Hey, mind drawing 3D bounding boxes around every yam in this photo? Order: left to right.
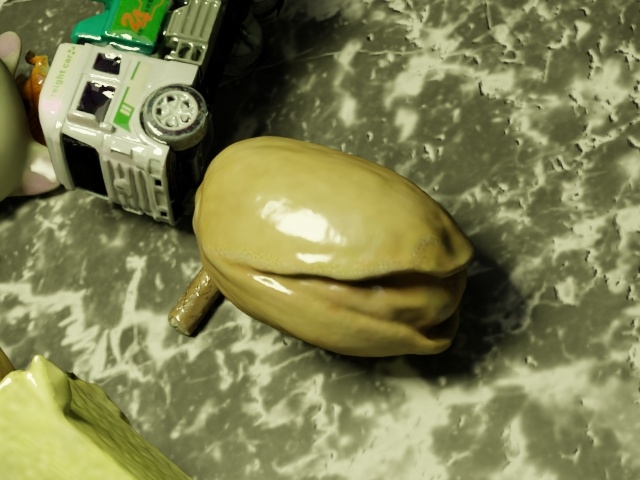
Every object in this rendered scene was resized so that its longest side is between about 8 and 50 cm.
[{"bbox_3d":[-0.087,0.021,1.768,0.032,0.032,0.145,20,66,36],"label":"yam"}]

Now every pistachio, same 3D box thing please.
[{"bbox_3d":[0.000,0.000,1.655,0.293,0.162,0.181,21,30,40],"label":"pistachio"}]

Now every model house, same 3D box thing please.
[{"bbox_3d":[-0.188,0.287,1.502,0.266,0.261,0.321,35,91,15],"label":"model house"}]

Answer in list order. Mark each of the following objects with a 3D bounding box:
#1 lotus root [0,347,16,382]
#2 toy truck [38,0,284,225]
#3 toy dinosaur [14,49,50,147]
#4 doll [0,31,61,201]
[{"bbox_3d":[-0.369,0.109,1.654,0.183,0.310,0.183,-23,35,17],"label":"lotus root"},{"bbox_3d":[-0.145,-0.200,1.845,0.178,0.176,0.363,10,64,7],"label":"toy truck"},{"bbox_3d":[-0.257,-0.124,1.953,0.142,0.057,0.212,-31,44,17],"label":"toy dinosaur"},{"bbox_3d":[-0.453,-0.111,1.861,0.226,0.370,0.215,-45,54,30],"label":"doll"}]
